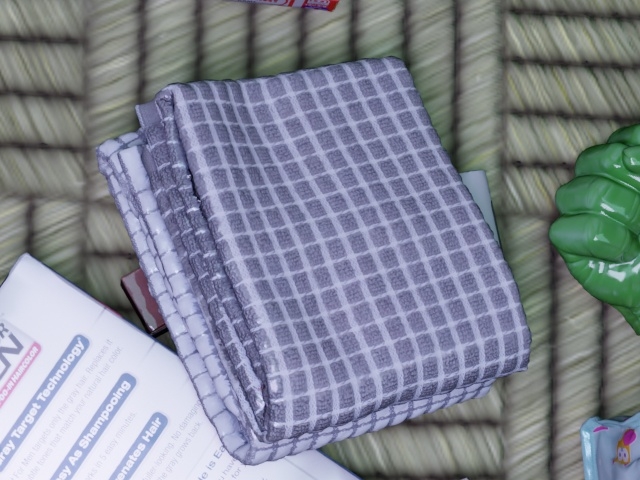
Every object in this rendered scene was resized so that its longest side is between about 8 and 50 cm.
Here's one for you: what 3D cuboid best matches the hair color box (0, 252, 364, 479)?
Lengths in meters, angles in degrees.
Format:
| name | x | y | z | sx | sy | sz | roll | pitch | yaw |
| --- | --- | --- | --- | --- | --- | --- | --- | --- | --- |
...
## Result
| name | x | y | z | sx | sy | sz | roll | pitch | yaw |
| --- | --- | --- | --- | --- | --- | --- | --- | --- | --- |
| hair color box | -0.124 | 0.178 | 1.407 | 0.347 | 0.105 | 0.174 | 35 | 81 | -3 |

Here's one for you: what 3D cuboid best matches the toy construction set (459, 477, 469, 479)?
| name | x | y | z | sx | sy | sz | roll | pitch | yaw |
| --- | --- | --- | --- | --- | --- | --- | --- | --- | --- |
| toy construction set | 0.089 | 0.346 | 1.378 | 0.215 | 0.151 | 0.327 | 34 | 59 | -5 |

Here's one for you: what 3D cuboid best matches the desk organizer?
| name | x | y | z | sx | sy | sz | roll | pitch | yaw |
| --- | --- | --- | --- | --- | --- | --- | --- | --- | --- |
| desk organizer | -0.087 | 0.023 | 1.457 | 0.130 | 0.047 | 0.050 | -29 | 86 | -9 |

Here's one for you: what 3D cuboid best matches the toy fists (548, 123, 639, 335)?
| name | x | y | z | sx | sy | sz | roll | pitch | yaw |
| --- | --- | --- | --- | --- | --- | --- | --- | --- | --- |
| toy fists | 0.304 | -0.059 | 1.491 | 0.279 | 0.096 | 0.142 | -40 | 90 | -8 |

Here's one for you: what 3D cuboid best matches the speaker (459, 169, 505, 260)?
| name | x | y | z | sx | sy | sz | roll | pitch | yaw |
| --- | --- | --- | --- | --- | --- | --- | --- | --- | --- |
| speaker | 0.116 | 0.014 | 1.479 | 0.055 | 0.055 | 0.136 | -11 | 85 | -8 |

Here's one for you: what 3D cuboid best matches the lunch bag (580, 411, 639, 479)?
| name | x | y | z | sx | sy | sz | roll | pitch | yaw |
| --- | --- | --- | --- | --- | --- | --- | --- | --- | --- |
| lunch bag | 0.320 | 0.259 | 1.415 | 0.223 | 0.160 | 0.262 | 2 | 80 | -20 |

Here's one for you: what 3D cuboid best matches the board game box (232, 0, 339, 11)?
| name | x | y | z | sx | sy | sz | roll | pitch | yaw |
| --- | --- | --- | --- | --- | --- | --- | --- | --- | --- |
| board game box | -0.052 | -0.285 | 1.491 | 0.147 | 0.045 | 0.193 | 4 | 84 | -7 |

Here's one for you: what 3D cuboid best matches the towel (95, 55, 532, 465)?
| name | x | y | z | sx | sy | sz | roll | pitch | yaw |
| --- | --- | --- | --- | --- | --- | --- | --- | --- | --- |
| towel | 0.000 | 0.000 | 1.379 | 0.235 | 0.121 | 0.283 | -15 | 73 | -29 |
